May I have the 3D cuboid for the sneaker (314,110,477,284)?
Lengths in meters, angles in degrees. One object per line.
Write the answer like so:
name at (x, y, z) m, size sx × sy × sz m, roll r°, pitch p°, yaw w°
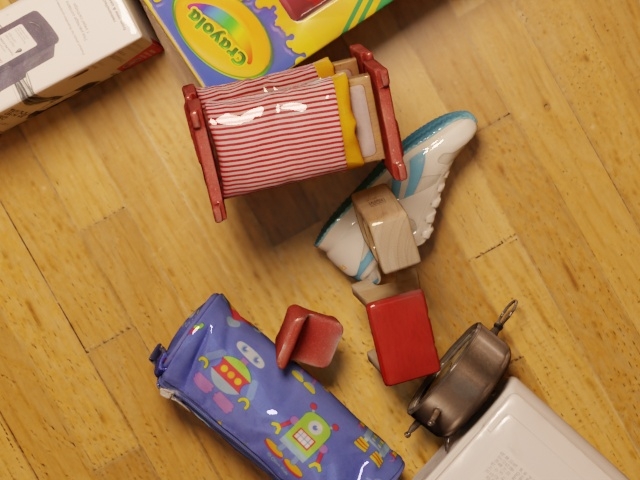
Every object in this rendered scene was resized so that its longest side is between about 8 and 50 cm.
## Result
sneaker at (0.099, -0.051, 1.689) m, size 0.092 × 0.087 × 0.229 m, roll 42°, pitch 100°, yaw -7°

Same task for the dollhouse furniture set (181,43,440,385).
dollhouse furniture set at (0.000, 0.000, 1.562) m, size 0.201 × 0.152 × 0.374 m, roll -15°, pitch 110°, yaw -4°

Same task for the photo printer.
photo printer at (0.241, 0.343, 1.677) m, size 0.307 × 0.107 × 0.256 m, roll 41°, pitch 91°, yaw -3°

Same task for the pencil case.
pencil case at (-0.052, 0.197, 1.680) m, size 0.306 × 0.119 × 0.133 m, roll 41°, pitch 69°, yaw 1°

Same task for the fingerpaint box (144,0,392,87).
fingerpaint box at (-0.077, -0.422, 1.603) m, size 0.371 × 0.163 × 0.445 m, roll -33°, pitch 100°, yaw 3°

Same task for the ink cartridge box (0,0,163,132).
ink cartridge box at (-0.308, -0.203, 1.650) m, size 0.237 × 0.172 × 0.100 m, roll -27°, pitch 91°, yaw 3°

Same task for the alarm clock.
alarm clock at (0.168, 0.142, 1.672) m, size 0.064 × 0.129 × 0.192 m, roll 36°, pitch 73°, yaw -1°
